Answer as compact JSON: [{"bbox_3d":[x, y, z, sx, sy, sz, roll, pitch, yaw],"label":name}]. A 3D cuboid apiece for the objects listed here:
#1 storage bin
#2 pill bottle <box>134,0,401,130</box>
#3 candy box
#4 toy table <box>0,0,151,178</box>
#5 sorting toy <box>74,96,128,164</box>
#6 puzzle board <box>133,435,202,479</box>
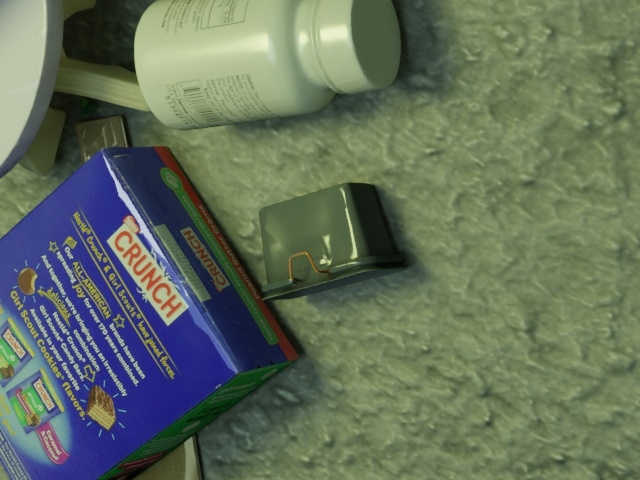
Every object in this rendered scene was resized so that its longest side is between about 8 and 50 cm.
[{"bbox_3d":[0.000,0.000,1.700,0.135,0.098,0.091,-17,82,30],"label":"storage bin"},{"bbox_3d":[-0.048,-0.179,1.659,0.229,0.131,0.131,-5,98,29],"label":"pill bottle"},{"bbox_3d":[-0.224,0.096,1.813,0.317,0.122,0.268,-38,78,29],"label":"candy box"},{"bbox_3d":[-0.295,-0.186,1.763,0.252,0.161,0.274,37,113,21],"label":"toy table"},{"bbox_3d":[-0.227,-0.112,1.838,0.062,0.012,0.083,-8,97,27],"label":"sorting toy"},{"bbox_3d":[-0.173,0.213,1.881,0.096,0.011,0.128,-4,99,30],"label":"puzzle board"}]
